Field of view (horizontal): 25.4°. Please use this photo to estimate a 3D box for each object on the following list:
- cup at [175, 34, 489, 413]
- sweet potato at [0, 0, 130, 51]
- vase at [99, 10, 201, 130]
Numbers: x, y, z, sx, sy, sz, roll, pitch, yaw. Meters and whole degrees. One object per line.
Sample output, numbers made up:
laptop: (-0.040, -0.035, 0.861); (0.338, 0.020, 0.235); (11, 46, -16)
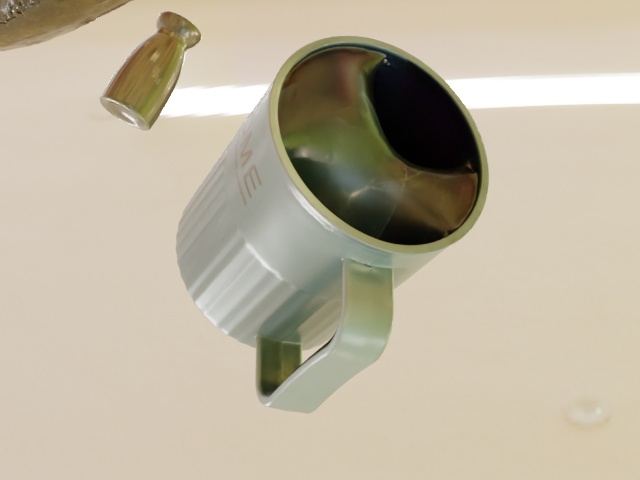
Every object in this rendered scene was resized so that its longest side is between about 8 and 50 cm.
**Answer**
cup: (0.015, -0.008, 1.587); (0.257, 0.311, 0.331); (-18, -106, -34)
sweet potato: (-0.137, -0.171, 0.756); (0.285, 0.112, 0.085); (-24, -148, 9)
vase: (-0.147, -0.151, 1.251); (0.053, 0.053, 0.101); (20, -108, 33)
